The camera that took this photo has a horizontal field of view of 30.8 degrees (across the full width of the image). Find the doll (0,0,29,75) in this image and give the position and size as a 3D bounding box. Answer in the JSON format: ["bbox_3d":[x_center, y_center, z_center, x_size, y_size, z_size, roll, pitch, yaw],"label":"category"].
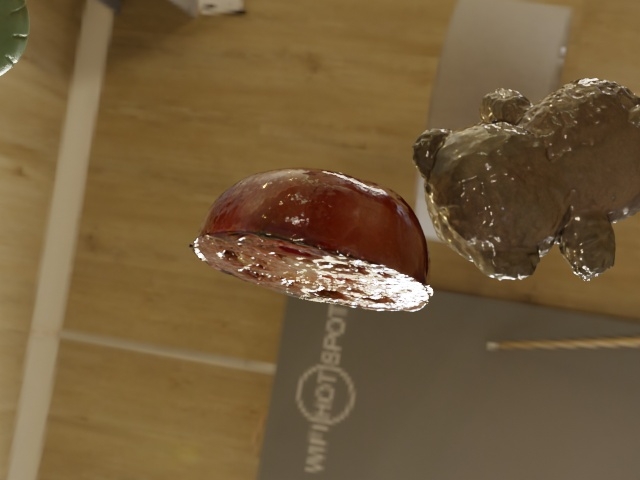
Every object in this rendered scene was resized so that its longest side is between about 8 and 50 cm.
[{"bbox_3d":[-0.415,-0.201,1.058,0.216,0.284,0.268,52,167,39],"label":"doll"}]

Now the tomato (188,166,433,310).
[{"bbox_3d":[-0.001,-0.003,1.017,0.225,0.224,0.085,56,-138,-69],"label":"tomato"}]

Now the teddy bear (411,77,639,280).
[{"bbox_3d":[0.237,-0.066,1.234,0.236,0.267,0.151,57,168,18],"label":"teddy bear"}]
